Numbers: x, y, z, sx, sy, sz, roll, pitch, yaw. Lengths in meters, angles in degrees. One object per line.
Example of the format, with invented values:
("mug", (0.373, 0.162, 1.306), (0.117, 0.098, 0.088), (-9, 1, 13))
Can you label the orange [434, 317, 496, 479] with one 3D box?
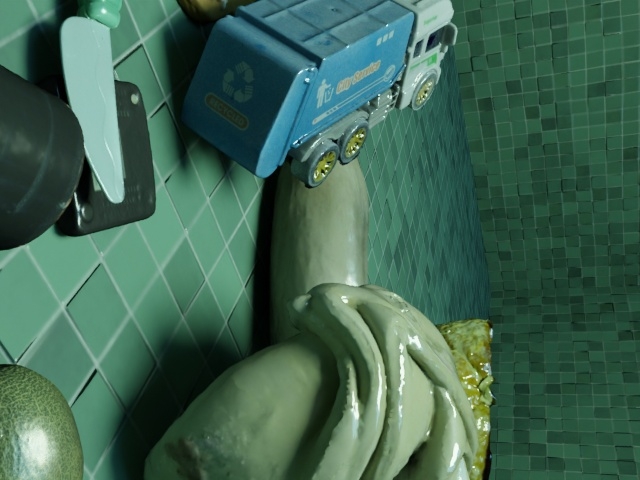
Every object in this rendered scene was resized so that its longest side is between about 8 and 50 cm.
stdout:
("orange", (0.244, 0.338, 1.381), (0.271, 0.210, 0.369), (85, 10, -61))

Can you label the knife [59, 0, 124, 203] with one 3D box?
("knife", (-0.179, -0.158, 0.528), (0.063, 0.034, 0.260), (26, 55, -64))

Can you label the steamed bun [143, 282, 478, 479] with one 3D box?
("steamed bun", (0.032, 0.209, 0.653), (0.310, 0.219, 0.324), (-44, 150, -9))

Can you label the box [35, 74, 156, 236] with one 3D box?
("box", (-0.181, -0.073, 0.563), (0.125, 0.027, 0.126), (-30, 114, -68))

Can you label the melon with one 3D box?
("melon", (-0.191, 0.138, 0.394), (0.098, 0.098, 0.131), (-14, 102, -70))

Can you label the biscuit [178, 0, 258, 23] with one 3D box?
("biscuit", (-0.113, -0.403, 0.789), (0.216, 0.047, 0.340), (22, 66, -69))

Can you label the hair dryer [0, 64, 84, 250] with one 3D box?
("hair dryer", (-0.235, -0.183, 0.371), (0.189, 0.107, 0.352), (32, 48, -63))

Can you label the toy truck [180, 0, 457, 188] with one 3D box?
("toy truck", (0.014, -0.197, 0.778), (0.367, 0.146, 0.175), (-39, 156, -37))

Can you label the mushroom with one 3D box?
("mushroom", (-0.001, 0.001, 0.879), (0.154, 0.137, 0.408), (68, 21, -76))
